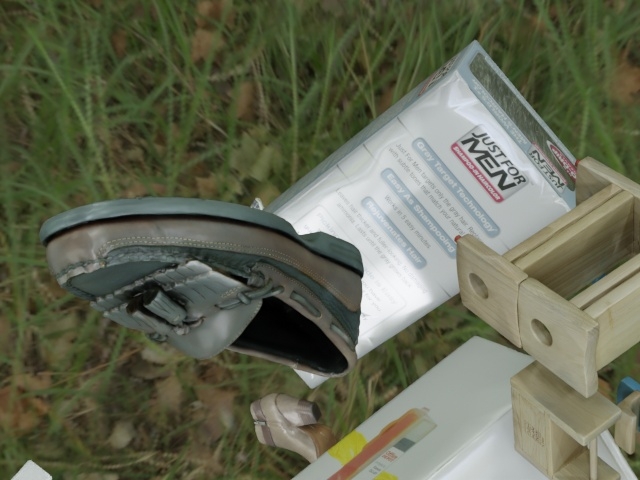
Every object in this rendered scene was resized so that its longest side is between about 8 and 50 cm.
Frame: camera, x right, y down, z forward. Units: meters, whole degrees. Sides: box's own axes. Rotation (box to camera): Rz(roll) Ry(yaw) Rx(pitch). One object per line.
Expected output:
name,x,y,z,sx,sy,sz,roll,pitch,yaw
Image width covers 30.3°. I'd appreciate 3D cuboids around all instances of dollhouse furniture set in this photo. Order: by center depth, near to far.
dollhouse furniture set,0.189,0.064,0.849,0.129,0.184,0.129,-30,45,-21

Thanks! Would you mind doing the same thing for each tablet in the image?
tablet,-0.422,0.353,1.665,0.054,0.006,0.083,27,65,33

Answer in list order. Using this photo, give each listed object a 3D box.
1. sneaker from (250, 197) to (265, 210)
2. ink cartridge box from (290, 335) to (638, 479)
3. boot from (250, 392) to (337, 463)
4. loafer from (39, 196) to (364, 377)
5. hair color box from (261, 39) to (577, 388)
sneaker,0.000,0.000,1.788,0.235,0.090,0.095,9,100,-9
ink cartridge box,0.086,0.307,0.977,0.384,0.160,0.279,-37,108,-12
boot,-0.031,0.229,1.367,0.087,0.042,0.118,-8,105,32
loafer,-0.048,0.034,0.687,0.096,0.267,0.084,-18,74,30
hair color box,0.074,-0.019,1.261,0.374,0.113,0.185,-37,99,31
